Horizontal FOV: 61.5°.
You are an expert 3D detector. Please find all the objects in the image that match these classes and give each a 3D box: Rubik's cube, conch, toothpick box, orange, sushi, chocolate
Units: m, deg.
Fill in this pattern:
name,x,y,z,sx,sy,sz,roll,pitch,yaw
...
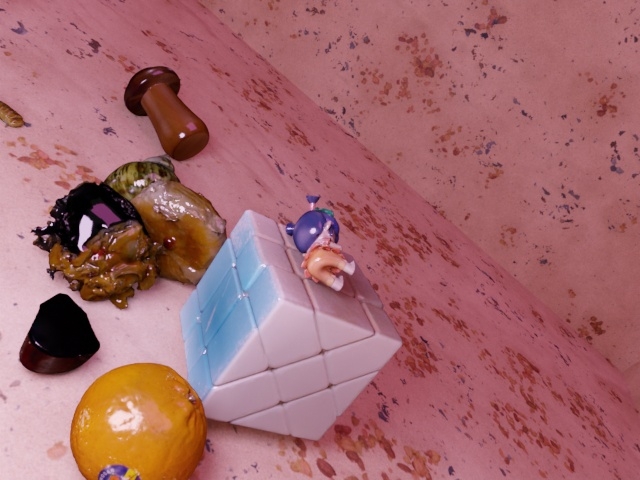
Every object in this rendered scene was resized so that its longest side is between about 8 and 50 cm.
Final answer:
name,x,y,z,sx,sy,sz,roll,pitch,yaw
Rubik's cube,-0.079,0.182,1.146,0.318,0.322,0.316,25,23,-31
conch,-0.457,-0.160,1.420,0.187,0.124,0.181,25,27,-15
toothpick box,-0.484,-0.404,1.695,0.294,0.192,0.192,54,28,10
orange,-0.290,0.307,0.874,0.219,0.193,0.219,32,11,-7
sushi,-0.442,0.018,1.093,0.204,0.200,0.213,47,0,14
chocolate,-0.465,0.177,0.954,0.125,0.080,0.149,39,17,-31

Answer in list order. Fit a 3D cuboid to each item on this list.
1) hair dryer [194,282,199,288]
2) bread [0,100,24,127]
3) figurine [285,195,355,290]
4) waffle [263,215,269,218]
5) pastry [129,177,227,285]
name,x,y,z,sx,sy,sz,roll,pitch,yaw
hair dryer,-0.282,0.075,1.401,0.154,0.044,0.183,27,35,-24
bread,-0.774,-0.315,1.331,0.088,0.034,0.049,41,20,0
figurine,0.000,0.000,1.052,0.102,0.111,0.195,28,23,-25
waffle,-0.108,0.012,1.660,0.192,0.046,0.161,28,30,-34
pastry,-0.335,-0.010,1.236,0.257,0.236,0.121,34,36,-6
